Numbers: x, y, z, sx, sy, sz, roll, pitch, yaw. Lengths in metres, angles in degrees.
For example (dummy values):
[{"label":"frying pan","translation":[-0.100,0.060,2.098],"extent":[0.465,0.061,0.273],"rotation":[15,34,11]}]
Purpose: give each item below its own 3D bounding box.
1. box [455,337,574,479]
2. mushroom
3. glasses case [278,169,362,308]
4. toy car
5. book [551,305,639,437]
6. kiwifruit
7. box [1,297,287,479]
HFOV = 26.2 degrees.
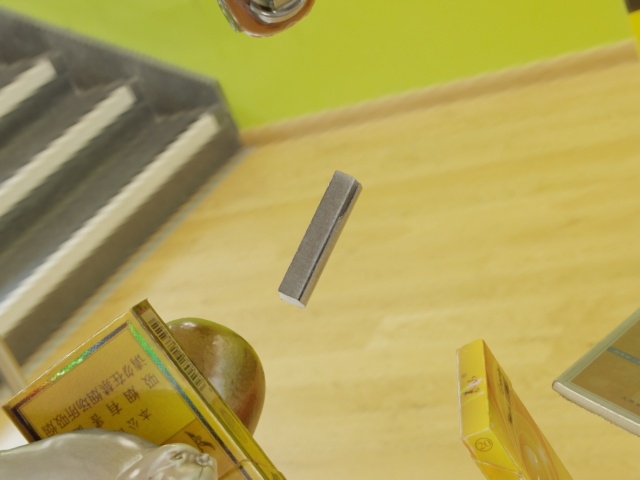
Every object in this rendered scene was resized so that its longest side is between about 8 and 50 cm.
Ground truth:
[{"label":"box","translation":[0.221,0.248,1.459],"extent":[0.043,0.269,0.152],"rotation":[-27,26,17]},{"label":"mushroom","translation":[-0.287,0.261,1.416],"extent":[0.397,0.126,0.177],"rotation":[-8,-13,12]},{"label":"glasses case","translation":[0.000,0.000,2.062],"extent":[0.205,0.047,0.071],"rotation":[-64,-8,-11]},{"label":"toy car","translation":[-0.087,-0.389,1.915],"extent":[0.145,0.235,0.235],"rotation":[-31,22,-4]},{"label":"book","translation":[0.351,0.129,1.325],"extent":[0.170,0.018,0.242],"rotation":[26,33,27]},{"label":"kiwifruit","translation":[-0.174,0.220,1.787],"extent":[0.196,0.196,0.234],"rotation":[-7,55,39]},{"label":"box","translation":[-0.186,0.242,1.546],"extent":[0.193,0.301,0.084],"rotation":[-37,2,10]}]
